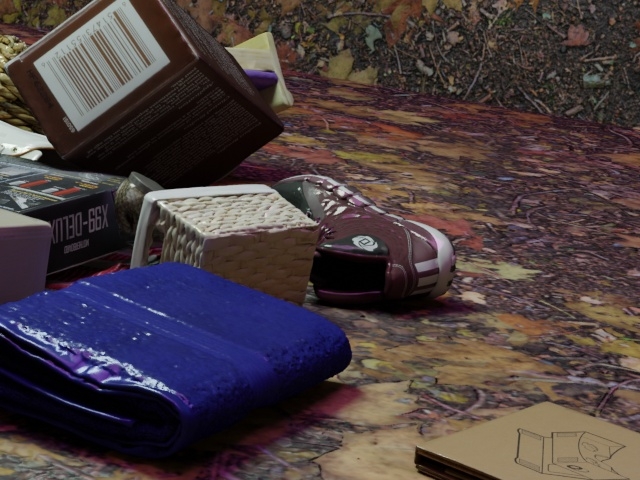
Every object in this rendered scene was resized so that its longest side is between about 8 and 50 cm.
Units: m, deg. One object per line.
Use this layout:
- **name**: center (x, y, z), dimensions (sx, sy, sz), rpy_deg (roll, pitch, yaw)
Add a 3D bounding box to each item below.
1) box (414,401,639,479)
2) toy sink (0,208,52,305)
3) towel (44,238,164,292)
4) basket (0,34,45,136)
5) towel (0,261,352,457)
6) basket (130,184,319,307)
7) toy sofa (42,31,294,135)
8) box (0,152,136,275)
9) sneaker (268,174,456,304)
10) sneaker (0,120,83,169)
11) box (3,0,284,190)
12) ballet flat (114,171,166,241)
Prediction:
- **box**: center (0.197, 0.178, 1.206), dimensions (0.164, 0.021, 0.201), rpy_deg (17, 16, 36)
- **toy sink**: center (-0.365, 0.037, 1.266), dimensions (0.152, 0.131, 0.234), rpy_deg (14, 10, 29)
- **towel**: center (-0.287, 0.008, 1.644), dimensions (0.237, 0.037, 0.329), rpy_deg (10, 13, 14)
- **basket**: center (-0.508, -0.169, 2.159), dimensions (0.299, 0.223, 0.213), rpy_deg (17, -16, 38)
- **towel**: center (-0.132, 0.099, 1.273), dimensions (0.227, 0.076, 0.308), rpy_deg (21, 17, 23)
- **basket**: center (-0.094, 0.014, 1.533), dimensions (0.167, 0.113, 0.103), rpy_deg (-7, 27, -43)
- **toy sofa**: center (-0.209, -0.192, 2.107), dimensions (0.150, 0.177, 0.362), rpy_deg (-21, -10, 39)
- **box**: center (-0.375, -0.035, 1.564), dimensions (0.307, 0.077, 0.242), rpy_deg (11, 15, 25)
- **sneaker**: center (0.000, 0.000, 1.690), dimensions (0.281, 0.106, 0.162), rpy_deg (17, 19, 35)
- **sneaker**: center (-0.413, -0.103, 1.892), dimensions (0.290, 0.106, 0.123), rpy_deg (6, 11, -13)
- **box**: center (-0.193, -0.165, 1.786), dimensions (0.143, 0.191, 0.381), rpy_deg (56, 5, 15)
- **ballet flat**: center (-0.137, -0.005, 1.617), dimensions (0.084, 0.058, 0.250), rpy_deg (38, 4, 35)
